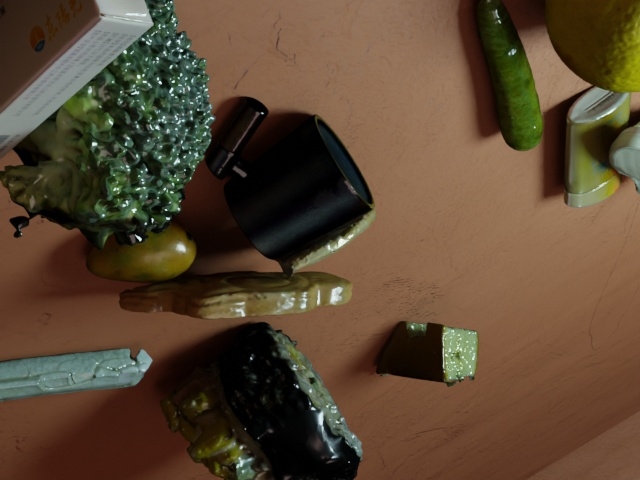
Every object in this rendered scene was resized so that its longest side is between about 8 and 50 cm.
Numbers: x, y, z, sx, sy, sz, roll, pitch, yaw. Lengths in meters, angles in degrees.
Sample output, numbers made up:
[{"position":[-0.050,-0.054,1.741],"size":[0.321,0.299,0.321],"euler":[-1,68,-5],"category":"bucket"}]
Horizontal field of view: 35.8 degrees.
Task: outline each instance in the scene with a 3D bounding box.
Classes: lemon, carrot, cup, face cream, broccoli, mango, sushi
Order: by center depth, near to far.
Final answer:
[{"position":[-0.287,-0.150,1.151],"size":[0.281,0.293,0.348],"euler":[1,140,23],"category":"broccoli"},{"position":[0.447,-0.341,1.420],"size":[0.267,0.267,0.267],"euler":[-19,144,-14],"category":"lemon"},{"position":[-0.055,-0.105,1.493],"size":[0.177,0.239,0.166],"euler":[-32,-173,13],"category":"cup"},{"position":[-0.270,0.018,1.506],"size":[0.163,0.089,0.111],"euler":[-4,143,-22],"category":"mango"},{"position":[0.299,-0.266,1.571],"size":[0.074,0.074,0.358],"euler":[-30,142,1],"category":"carrot"},{"position":[0.511,-0.167,1.839],"size":[0.139,0.067,0.285],"euler":[-34,147,-10],"category":"face cream"},{"position":[-0.110,0.353,1.847],"size":[0.285,0.328,0.328],"euler":[-35,150,-1],"category":"sushi"}]

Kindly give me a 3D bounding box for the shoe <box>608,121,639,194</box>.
[{"position":[0.625,-0.180,1.814],"size":[0.363,0.132,0.160],"euler":[21,83,-62],"category":"shoe"}]

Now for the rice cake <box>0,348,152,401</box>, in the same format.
[{"position":[-0.449,0.230,1.672],"size":[0.336,0.063,0.066],"euler":[-6,147,-32],"category":"rice cake"}]

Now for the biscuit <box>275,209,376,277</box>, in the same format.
[{"position":[0.000,0.000,1.600],"size":[0.188,0.040,0.265],"euler":[-21,-169,32],"category":"biscuit"}]

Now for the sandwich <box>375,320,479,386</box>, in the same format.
[{"position":[0.218,0.236,2.103],"size":[0.122,0.128,0.236],"euler":[5,176,-39],"category":"sandwich"}]

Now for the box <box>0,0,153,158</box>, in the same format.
[{"position":[-0.313,-0.218,0.981],"size":[0.343,0.200,0.065],"euler":[-29,166,39],"category":"box"}]

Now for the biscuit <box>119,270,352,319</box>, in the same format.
[{"position":[-0.132,0.078,1.579],"size":[0.376,0.269,0.051],"euler":[-3,95,-22],"category":"biscuit"}]
